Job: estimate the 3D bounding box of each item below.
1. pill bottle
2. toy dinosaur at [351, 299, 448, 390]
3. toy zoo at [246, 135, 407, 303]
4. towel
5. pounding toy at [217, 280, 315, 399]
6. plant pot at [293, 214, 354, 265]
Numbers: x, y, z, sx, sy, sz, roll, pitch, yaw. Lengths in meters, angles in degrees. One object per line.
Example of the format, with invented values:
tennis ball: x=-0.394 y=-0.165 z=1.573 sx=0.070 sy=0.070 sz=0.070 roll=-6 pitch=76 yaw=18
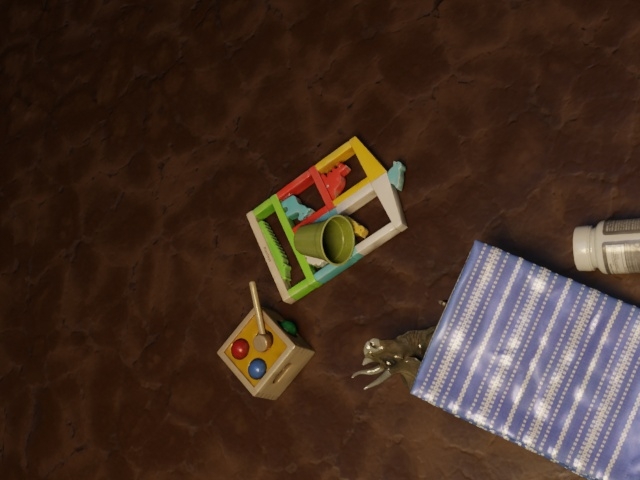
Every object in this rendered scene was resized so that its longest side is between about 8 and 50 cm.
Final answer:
pill bottle: x=0.429 y=0.008 z=1.238 sx=0.137 sy=0.078 sz=0.078 roll=-3 pitch=74 yaw=29
toy dinosaur: x=0.221 y=0.182 z=1.299 sx=0.314 sy=0.121 sz=0.160 roll=20 pitch=95 yaw=7
toy zoo: x=0.023 y=-0.046 z=1.515 sx=0.293 sy=0.030 sz=0.192 roll=-35 pitch=61 yaw=17
towel: x=0.319 y=0.172 z=1.207 sx=0.336 sy=0.040 sz=0.243 roll=24 pitch=87 yaw=10
pounding toy: x=-0.095 y=0.167 z=1.477 sx=0.141 sy=0.100 sz=0.130 roll=-51 pitch=58 yaw=7
plant pot: x=0.000 y=0.000 z=1.456 sx=0.079 sy=0.083 sz=0.083 roll=0 pitch=75 yaw=42
